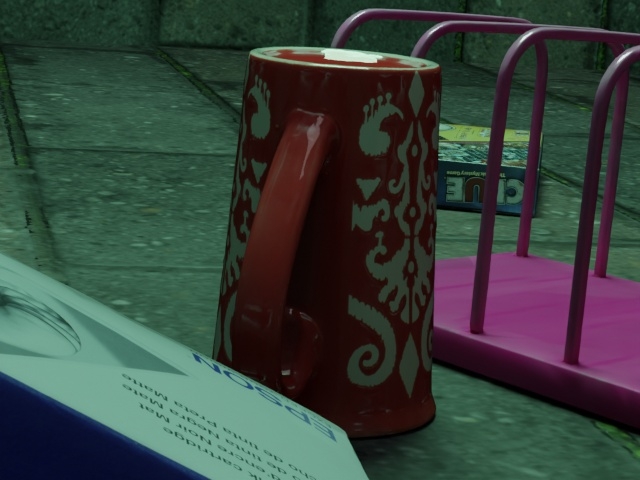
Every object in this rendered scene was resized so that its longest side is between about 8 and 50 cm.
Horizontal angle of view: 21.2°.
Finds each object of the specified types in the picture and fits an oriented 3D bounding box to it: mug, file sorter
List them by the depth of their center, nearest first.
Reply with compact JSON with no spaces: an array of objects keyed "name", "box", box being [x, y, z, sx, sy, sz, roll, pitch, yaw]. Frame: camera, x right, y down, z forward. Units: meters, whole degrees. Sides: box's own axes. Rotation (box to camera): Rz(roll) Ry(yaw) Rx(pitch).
[{"name":"mug","box":[0.009,0.000,0.799,0.113,0.169,0.150,3,11,-10]},{"name":"file sorter","box":[0.156,-0.027,0.958,0.202,0.182,0.291,-5,14,-41]}]

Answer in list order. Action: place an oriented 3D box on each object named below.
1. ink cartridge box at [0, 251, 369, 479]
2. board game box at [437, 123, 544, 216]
[{"name":"ink cartridge box","box":[-0.075,0.063,0.546,0.223,0.045,0.224,29,7,-14]},{"name":"board game box","box":[0.113,-0.068,1.515,0.165,0.042,0.243,5,11,8]}]
